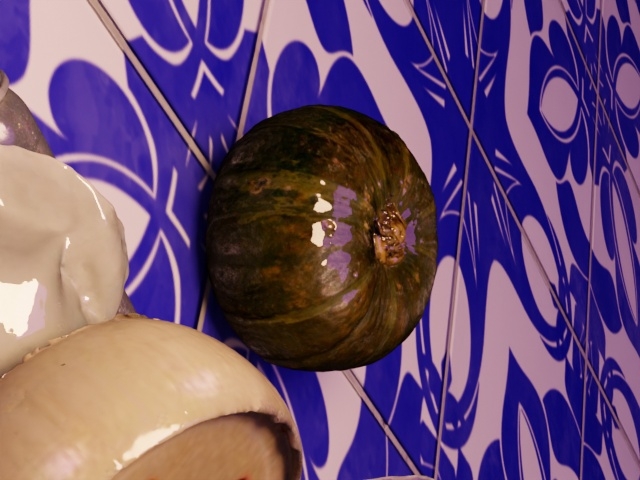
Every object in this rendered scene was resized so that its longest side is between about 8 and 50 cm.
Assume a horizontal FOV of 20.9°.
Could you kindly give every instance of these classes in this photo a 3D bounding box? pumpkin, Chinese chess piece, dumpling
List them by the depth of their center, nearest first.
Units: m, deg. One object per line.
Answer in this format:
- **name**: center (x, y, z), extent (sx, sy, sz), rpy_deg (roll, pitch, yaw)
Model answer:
- **Chinese chess piece**: center (-0.122, 0.159, 0.940), extent (0.250, 0.103, 0.250), rpy_deg (-37, 147, -29)
- **dumpling**: center (-0.174, 0.046, 0.958), extent (0.124, 0.151, 0.229), rpy_deg (32, -46, 59)
- **pumpkin**: center (0.000, 0.000, 1.381), extent (0.224, 0.157, 0.223), rpy_deg (3, 86, -51)

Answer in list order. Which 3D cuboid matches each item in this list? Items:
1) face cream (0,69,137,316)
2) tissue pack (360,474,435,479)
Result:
- **face cream**: center (-0.175, 0.003, 1.059), extent (0.073, 0.073, 0.283), rpy_deg (-71, 145, -49)
- **tissue pack**: center (0.033, 0.376, 1.315), extent (0.338, 0.160, 0.242), rpy_deg (-73, 148, -48)
